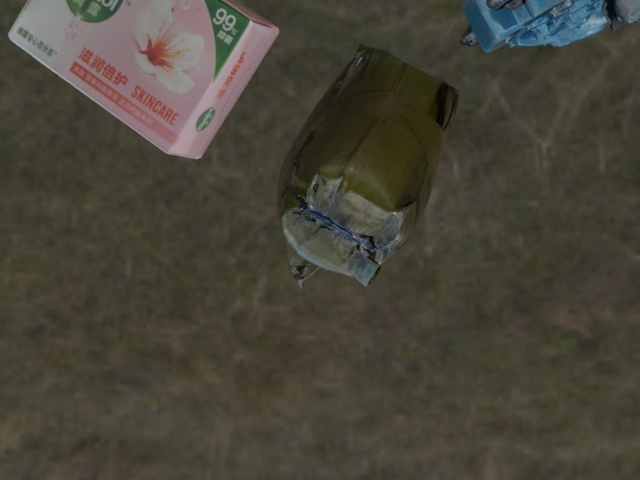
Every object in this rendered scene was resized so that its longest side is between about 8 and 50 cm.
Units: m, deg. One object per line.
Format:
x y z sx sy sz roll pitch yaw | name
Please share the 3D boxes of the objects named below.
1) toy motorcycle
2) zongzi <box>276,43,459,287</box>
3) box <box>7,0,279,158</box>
0.177 -0.177 0.978 0.182 0.123 0.272 -28 -179 1 | toy motorcycle
0.000 0.000 1.340 0.123 0.260 0.289 29 126 -4 | zongzi
-0.098 -0.114 0.857 0.125 0.089 0.043 35 -169 16 | box
